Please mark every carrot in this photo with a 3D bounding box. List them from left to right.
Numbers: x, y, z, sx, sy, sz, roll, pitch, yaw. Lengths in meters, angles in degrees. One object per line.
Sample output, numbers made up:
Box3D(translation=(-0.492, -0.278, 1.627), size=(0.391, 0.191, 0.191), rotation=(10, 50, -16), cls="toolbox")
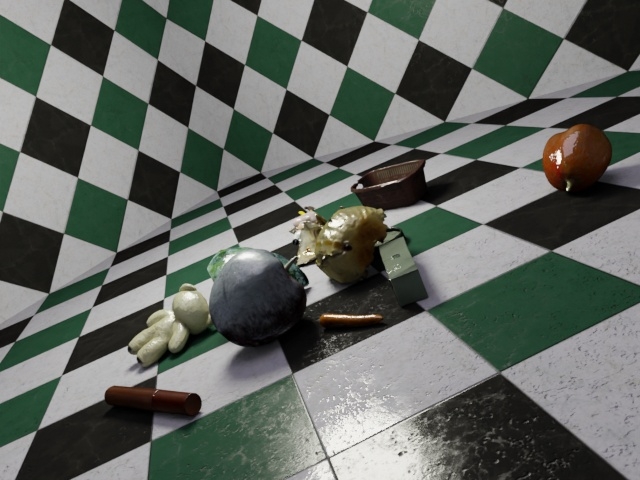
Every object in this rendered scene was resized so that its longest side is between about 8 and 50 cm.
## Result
Box3D(translation=(0.078, 0.204, 1.513), size=(0.190, 0.037, 0.037), rotation=(-5, 23, 36), cls="carrot")

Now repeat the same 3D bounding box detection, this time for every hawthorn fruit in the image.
Box3D(translation=(0.746, -0.224, 1.767), size=(0.199, 0.199, 0.251), rotation=(-7, 35, 41), cls="hawthorn fruit")

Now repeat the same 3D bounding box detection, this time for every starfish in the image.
Box3D(translation=(0.040, -0.058, 2.191), size=(0.146, 0.074, 0.190), rotation=(-25, -25, 10), cls="starfish")

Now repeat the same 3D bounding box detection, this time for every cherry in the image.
Box3D(translation=(-0.167, 0.149, 1.621), size=(0.296, 0.255, 0.218), rotation=(-42, -2, -20), cls="cherry")

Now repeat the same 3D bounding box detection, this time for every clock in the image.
Box3D(translation=(0.189, 0.009, 1.964), size=(0.184, 0.040, 0.184), rotation=(-21, 16, 6), cls="clock")

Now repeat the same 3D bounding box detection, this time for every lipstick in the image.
Box3D(translation=(-0.429, 0.399, 1.500), size=(0.356, 0.057, 0.057), rotation=(-9, 21, 41), cls="lipstick")

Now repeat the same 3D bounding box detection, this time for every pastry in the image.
Box3D(translation=(0.075, -0.006, 1.835), size=(0.256, 0.170, 0.236), rotation=(-59, 21, -10), cls="pastry")

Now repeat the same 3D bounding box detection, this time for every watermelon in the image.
Box3D(translation=(-0.202, 0.179, 1.832), size=(0.319, 0.214, 0.290), rotation=(13, 52, -10), cls="watermelon")

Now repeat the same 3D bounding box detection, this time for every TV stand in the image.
Box3D(translation=(0.220, 0.079, 1.622), size=(0.082, 0.088, 0.269), rotation=(-21, 16, 5), cls="TV stand")

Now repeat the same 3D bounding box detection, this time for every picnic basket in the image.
Box3D(translation=(0.284, -0.205, 2.363), size=(0.296, 0.129, 0.222), rotation=(-9, 22, 40), cls="picnic basket")

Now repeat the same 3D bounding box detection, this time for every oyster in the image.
Box3D(translation=(0.004, 0.013, 2.086), size=(0.107, 0.162, 0.232), rotation=(9, -8, -37), cls="oyster")

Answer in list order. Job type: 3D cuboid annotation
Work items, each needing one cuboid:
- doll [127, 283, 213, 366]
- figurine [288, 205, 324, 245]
Box3D(translation=(-0.462, 0.279, 1.857), size=(0.278, 0.175, 0.149), rotation=(-38, -17, -20), cls="doll")
Box3D(translation=(-0.048, -0.042, 2.320), size=(0.137, 0.112, 0.229), rotation=(8, 33, 14), cls="figurine")
